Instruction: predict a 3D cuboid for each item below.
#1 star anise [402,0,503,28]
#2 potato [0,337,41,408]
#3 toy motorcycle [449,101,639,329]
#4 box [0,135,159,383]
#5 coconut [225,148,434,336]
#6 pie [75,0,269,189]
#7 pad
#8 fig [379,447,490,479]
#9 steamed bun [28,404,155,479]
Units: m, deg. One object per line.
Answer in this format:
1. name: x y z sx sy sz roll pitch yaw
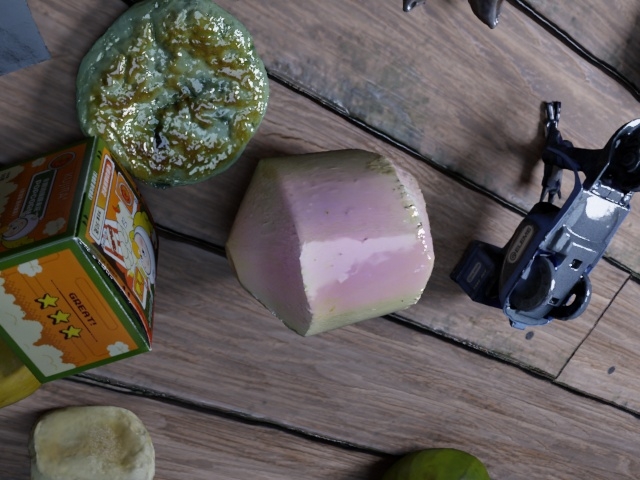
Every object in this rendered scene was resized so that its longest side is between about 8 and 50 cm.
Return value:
1. star anise: 0.194 -0.386 0.880 0.198 0.110 0.257 4 123 -41
2. potato: -0.401 0.135 0.882 0.203 0.178 0.158 -39 136 11
3. toy motorcycle: 0.346 -0.035 1.072 0.125 0.212 0.358 17 113 -31
4. box: -0.279 0.018 0.819 0.148 0.195 0.177 -16 128 5
5. coconut: 0.000 0.000 0.939 0.245 0.233 0.233 -10 120 -10
6. pie: -0.174 -0.172 0.870 0.240 0.054 0.240 -10 122 -16
7. pad: -0.406 -0.218 0.780 0.193 0.004 0.116 -23 122 -9
8. fig: 0.212 0.462 1.305 0.225 0.203 0.203 -30 136 -55
9. steamed bun: -0.335 0.333 1.038 0.172 0.141 0.155 9 126 -23
